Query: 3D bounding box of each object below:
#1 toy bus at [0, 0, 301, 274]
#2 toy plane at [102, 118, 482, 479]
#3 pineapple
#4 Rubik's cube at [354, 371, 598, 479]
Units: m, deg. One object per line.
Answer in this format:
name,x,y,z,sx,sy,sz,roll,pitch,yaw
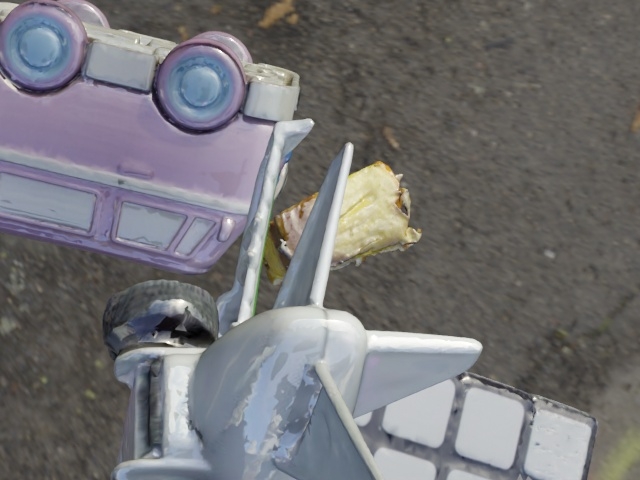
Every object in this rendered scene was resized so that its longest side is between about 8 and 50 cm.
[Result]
toy bus,-0.118,-0.065,0.868,0.202,0.142,0.142,13,99,-2
toy plane,-0.035,0.085,0.496,0.101,0.251,0.255,8,144,-18
pineapple,0.000,0.000,1.054,0.116,0.137,0.069,-19,81,-58
Rubik's cube,0.026,0.293,1.452,0.343,0.344,0.337,20,75,-22
